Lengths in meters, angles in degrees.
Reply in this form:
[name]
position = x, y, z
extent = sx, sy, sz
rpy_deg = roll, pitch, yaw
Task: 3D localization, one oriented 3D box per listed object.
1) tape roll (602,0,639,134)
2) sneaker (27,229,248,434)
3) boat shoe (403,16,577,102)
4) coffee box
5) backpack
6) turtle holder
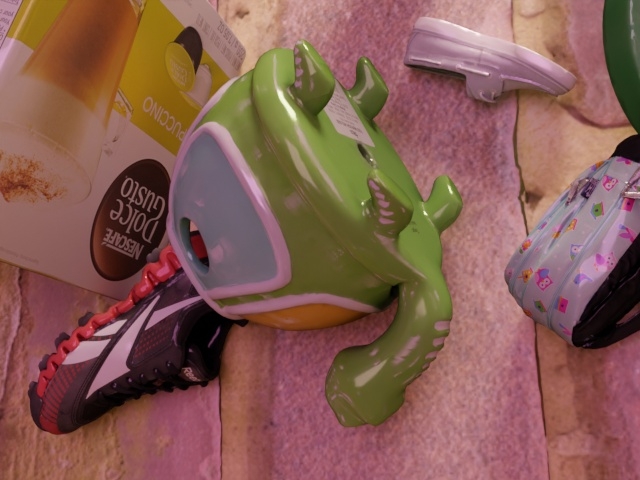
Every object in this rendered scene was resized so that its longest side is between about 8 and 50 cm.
[tape roll]
position = 0.410, -0.191, 0.701
extent = 0.321, 0.077, 0.321
rpy_deg = 0, 94, 2
[sneaker]
position = -0.182, 0.119, 0.862
extent = 0.276, 0.097, 0.135
rpy_deg = -43, 64, 1
[boat shoe]
position = 0.168, -0.175, 0.855
extent = 0.184, 0.066, 0.063
rpy_deg = 26, 98, 21
[coffee box]
position = -0.336, -0.159, 0.864
extent = 0.338, 0.337, 0.334
rpy_deg = 19, 82, 21
[backpack]
position = 0.255, 0.007, 0.739
extent = 0.182, 0.152, 0.115
rpy_deg = -52, 51, 3
[turtle holder]
position = 0.000, -0.012, 0.792
extent = 0.227, 0.243, 0.320
rpy_deg = -35, 103, 21
